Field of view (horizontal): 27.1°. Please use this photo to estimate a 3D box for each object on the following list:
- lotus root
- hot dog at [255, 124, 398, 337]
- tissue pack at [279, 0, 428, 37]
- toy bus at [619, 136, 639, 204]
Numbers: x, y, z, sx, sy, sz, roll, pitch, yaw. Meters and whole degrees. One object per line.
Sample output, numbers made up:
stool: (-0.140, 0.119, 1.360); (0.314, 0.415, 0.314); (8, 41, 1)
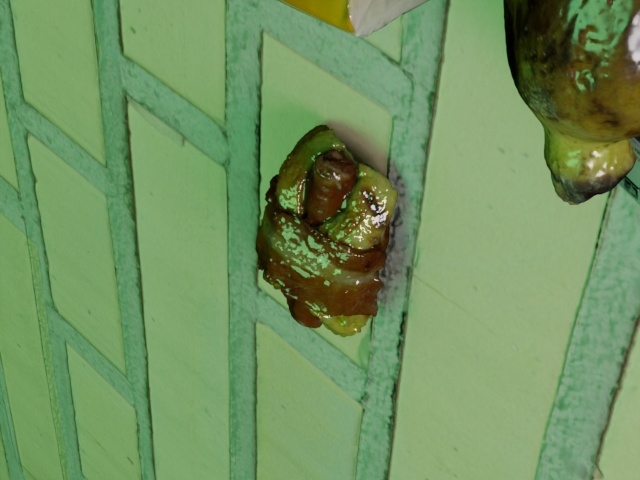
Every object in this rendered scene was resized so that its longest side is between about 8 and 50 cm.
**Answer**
lotus root: (0.175, -0.163, 0.741); (0.169, 0.141, 0.314); (-90, 12, -68)
hot dog: (0.000, 0.000, 1.237); (0.146, 0.103, 0.213); (37, 142, 32)
tissue pack: (0.005, -0.258, 0.924); (0.225, 0.185, 0.124); (33, 141, 34)
toy bus: (0.223, -0.072, 0.866); (0.194, 0.087, 0.089); (49, 162, 29)
